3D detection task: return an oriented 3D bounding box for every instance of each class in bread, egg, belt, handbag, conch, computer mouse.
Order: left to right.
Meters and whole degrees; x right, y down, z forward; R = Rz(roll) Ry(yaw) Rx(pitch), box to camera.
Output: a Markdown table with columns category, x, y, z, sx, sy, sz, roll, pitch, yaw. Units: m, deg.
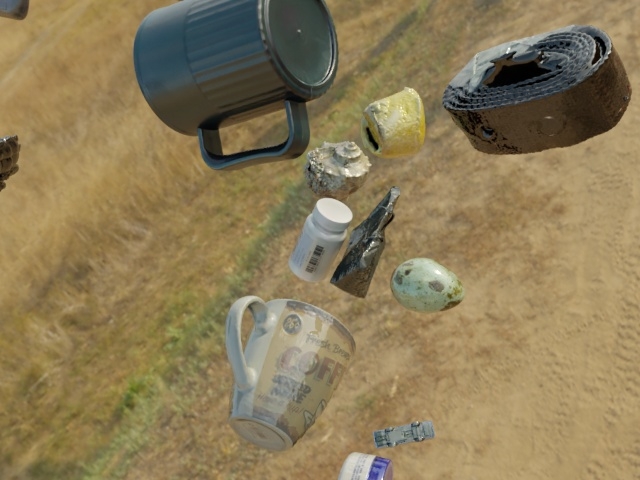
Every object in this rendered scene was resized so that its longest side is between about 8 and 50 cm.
| category | x | y | z | sx | sy | sz | roll | pitch | yaw |
| --- | --- | --- | --- | --- | --- | --- | --- | --- | --- |
| computer mouse | -0.654 | -0.514 | 1.526 | 0.232 | 0.120 | 0.057 | 17 | 20 | 33 |
| conch | 0.031 | -0.166 | 1.960 | 0.178 | 0.163 | 0.245 | -86 | 14 | -51 |
| handbag | 0.109 | 0.008 | 1.691 | 0.175 | 0.089 | 0.270 | 115 | 180 | -50 |
| bread | 0.214 | -0.333 | 2.160 | 0.171 | 0.197 | 0.197 | -14 | 23 | -15 |
| egg | 0.326 | 0.141 | 2.302 | 0.231 | 0.169 | 0.169 | 15 | 49 | 19 |
| belt | 0.344 | -0.251 | 1.235 | 0.289 | 0.164 | 0.184 | -8 | 48 | 39 |

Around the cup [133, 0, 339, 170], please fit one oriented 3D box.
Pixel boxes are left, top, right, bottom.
| category | x | y | z | sx | sy | sz | roll | pitch | yaw |
| --- | --- | --- | --- | --- | --- | --- | --- | --- | --- |
| cup | -0.147 | -0.304 | 1.324 | 0.292 | 0.242 | 0.307 | -8 | 60 | 35 |

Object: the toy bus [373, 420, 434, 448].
| category | x | y | z | sx | sy | sz | roll | pitch | yaw |
| --- | --- | --- | --- | --- | --- | --- | --- | --- | --- |
| toy bus | 0.212 | 0.495 | 1.915 | 0.153 | 0.061 | 0.051 | -12 | 69 | 2 |

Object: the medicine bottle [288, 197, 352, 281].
| category | x | y | z | sx | sy | sz | roll | pitch | yaw |
| --- | --- | --- | --- | --- | --- | --- | --- | --- | --- |
| medicine bottle | 0.000 | 0.000 | 1.754 | 0.102 | 0.103 | 0.186 | -80 | 12 | -54 |

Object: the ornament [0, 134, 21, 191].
| category | x | y | z | sx | sy | sz | roll | pitch | yaw |
| --- | --- | --- | --- | --- | --- | --- | --- | --- | --- |
| ornament | -0.635 | -0.112 | 1.393 | 0.251 | 0.106 | 0.260 | -48 | -6 | 35 |

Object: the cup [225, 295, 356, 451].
| category | x | y | z | sx | sy | sz | roll | pitch | yaw |
| --- | --- | --- | --- | --- | --- | --- | --- | --- | --- |
| cup | -0.092 | 0.255 | 1.501 | 0.228 | 0.301 | 0.257 | -13 | 39 | 38 |

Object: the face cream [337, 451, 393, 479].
| category | x | y | z | sx | sy | sz | roll | pitch | yaw |
| --- | --- | --- | --- | --- | --- | --- | --- | --- | --- |
| face cream | 0.096 | 0.601 | 1.753 | 0.111 | 0.205 | 0.205 | 9 | 44 | 17 |
